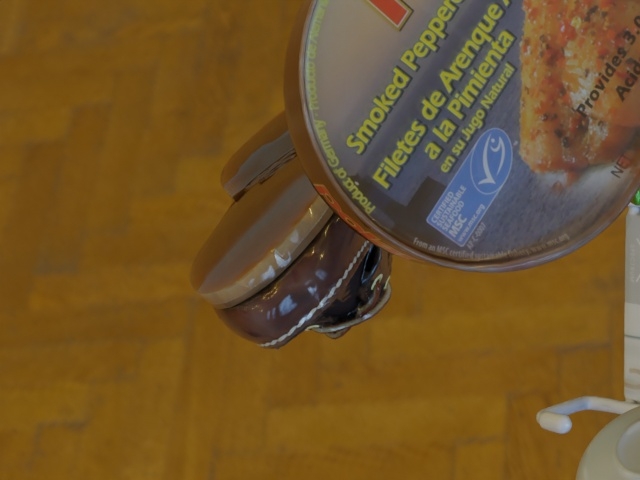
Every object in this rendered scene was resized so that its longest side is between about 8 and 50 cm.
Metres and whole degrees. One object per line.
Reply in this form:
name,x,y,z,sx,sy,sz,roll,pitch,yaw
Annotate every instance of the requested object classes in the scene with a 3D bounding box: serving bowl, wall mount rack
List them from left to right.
serving bowl,0.149,0.098,0.817,0.083,0.027,0.083,-16,36,12
wall mount rack,0.326,0.077,1.628,0.304,0.350,0.130,8,13,43

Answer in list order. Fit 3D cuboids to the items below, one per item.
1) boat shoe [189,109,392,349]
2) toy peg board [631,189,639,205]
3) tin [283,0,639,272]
boat shoe,0.000,0.000,0.732,0.073,0.073,0.207,-35,12,13
toy peg board,0.128,-0.069,0.827,0.161,0.079,0.160,-8,16,23
tin,0.064,-0.079,0.530,0.190,0.106,0.040,-56,14,-10
